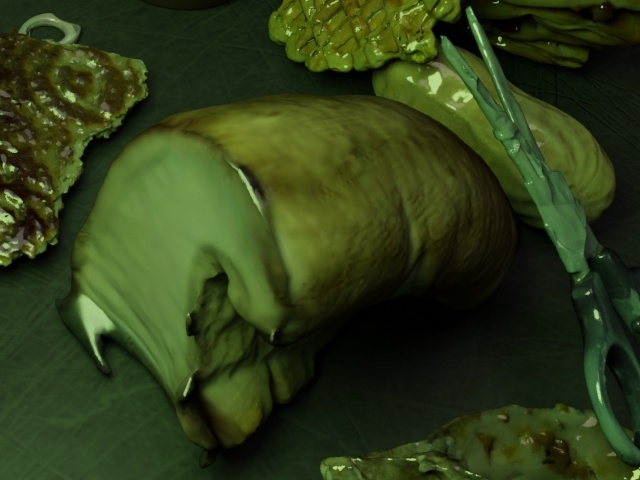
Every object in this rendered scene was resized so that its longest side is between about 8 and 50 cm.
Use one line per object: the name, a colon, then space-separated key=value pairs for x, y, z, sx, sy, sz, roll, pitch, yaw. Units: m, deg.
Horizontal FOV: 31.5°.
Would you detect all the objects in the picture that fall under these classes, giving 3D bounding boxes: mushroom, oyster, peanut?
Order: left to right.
mushroom: x=0.026 y=-0.029 z=0.912 sx=0.397 sy=0.313 sz=0.224 roll=-24 pitch=67 yaw=-35
peanut: x=0.161 y=-0.105 z=1.103 sx=0.274 sy=0.111 sz=0.125 roll=35 pitch=20 yaw=15
oyster: x=0.205 y=0.230 z=0.892 sx=0.396 sy=0.111 sz=0.204 roll=32 pitch=35 yaw=10

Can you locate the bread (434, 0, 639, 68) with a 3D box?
bread: x=0.199 y=-0.335 z=1.242 sx=0.370 sy=0.191 sz=0.314 roll=9 pitch=57 yaw=11

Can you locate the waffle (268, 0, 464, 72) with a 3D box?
waffle: x=0.062 y=-0.283 z=1.126 sx=0.051 sy=0.291 sz=0.291 roll=31 pitch=40 yaw=-42

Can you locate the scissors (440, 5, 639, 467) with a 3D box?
scissors: x=0.205 y=-0.021 z=0.957 sx=0.383 sy=0.029 sz=0.256 roll=60 pitch=33 yaw=-5

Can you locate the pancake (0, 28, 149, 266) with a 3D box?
pancake: x=-0.255 y=-0.101 z=1.032 sx=0.244 sy=0.057 sz=0.266 roll=-20 pitch=68 yaw=-33

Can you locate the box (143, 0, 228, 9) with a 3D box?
box: x=-0.139 y=-0.402 z=1.182 sx=0.301 sy=0.216 sz=0.301 roll=7 pitch=55 yaw=-9

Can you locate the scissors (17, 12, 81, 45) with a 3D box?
scissors: x=-0.314 y=-0.172 z=1.091 sx=0.189 sy=0.015 sz=0.100 roll=-16 pitch=59 yaw=-22
